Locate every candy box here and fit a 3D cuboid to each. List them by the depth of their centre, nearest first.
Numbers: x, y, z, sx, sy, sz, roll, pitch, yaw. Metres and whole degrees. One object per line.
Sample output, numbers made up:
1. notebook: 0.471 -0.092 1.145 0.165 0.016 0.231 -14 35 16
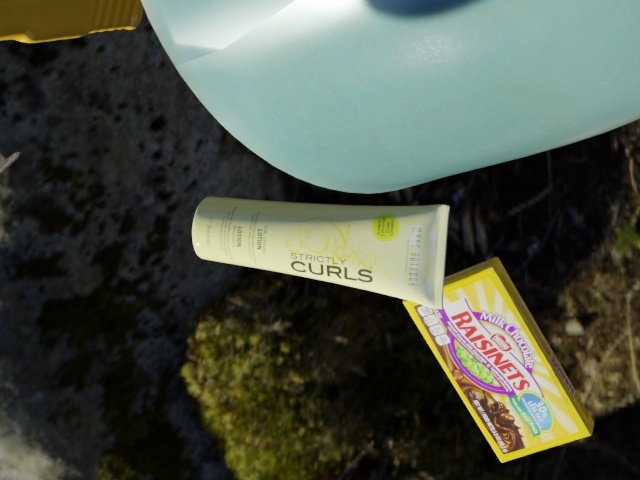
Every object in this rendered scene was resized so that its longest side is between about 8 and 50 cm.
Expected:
1. candy box: 0.176 0.121 1.141 0.105 0.027 0.206 -25 106 27

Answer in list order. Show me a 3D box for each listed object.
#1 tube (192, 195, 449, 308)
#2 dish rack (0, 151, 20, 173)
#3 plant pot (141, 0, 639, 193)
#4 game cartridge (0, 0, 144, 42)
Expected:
1. tube: 0.000 0.000 1.052 0.240 0.062 0.070 8 142 22
2. dish rack: -0.467 0.016 1.138 0.332 0.285 0.072 -32 105 21
3. plant pot: 0.093 -0.174 0.520 0.235 0.293 0.293 -3 125 48
4. game cartridge: -0.176 -0.247 0.658 0.052 0.323 0.285 29 117 23
